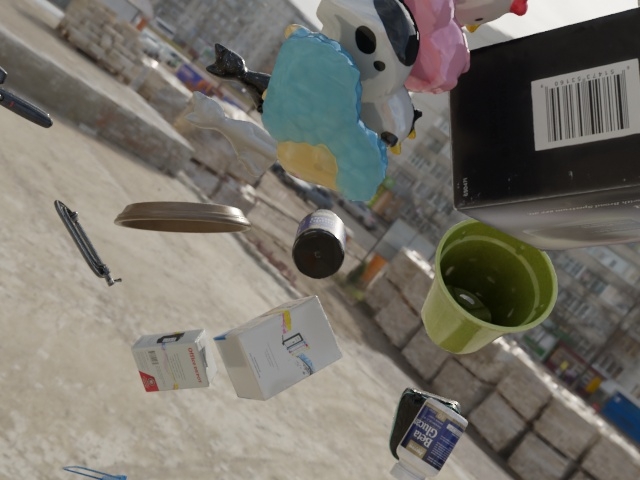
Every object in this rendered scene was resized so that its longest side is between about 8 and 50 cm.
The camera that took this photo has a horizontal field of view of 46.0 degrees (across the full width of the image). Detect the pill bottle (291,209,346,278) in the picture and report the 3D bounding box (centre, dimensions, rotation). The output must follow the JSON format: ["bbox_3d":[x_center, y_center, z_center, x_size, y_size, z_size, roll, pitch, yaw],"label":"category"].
[{"bbox_3d":[0.000,0.000,1.798,0.122,0.123,0.219,38,16,-9],"label":"pill bottle"}]

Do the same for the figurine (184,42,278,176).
[{"bbox_3d":[-0.162,-0.269,1.535,0.209,0.215,0.092,34,-33,-26],"label":"figurine"}]

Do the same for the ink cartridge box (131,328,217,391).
[{"bbox_3d":[-0.354,0.294,1.844,0.072,0.175,0.128,-62,142,-65],"label":"ink cartridge box"}]

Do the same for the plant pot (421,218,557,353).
[{"bbox_3d":[0.352,0.131,1.714,0.276,0.276,0.254,40,-32,11],"label":"plant pot"}]

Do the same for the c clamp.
[{"bbox_3d":[-0.373,0.007,1.194,0.161,0.022,0.137,61,-4,-6],"label":"c clamp"}]

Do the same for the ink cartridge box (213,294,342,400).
[{"bbox_3d":[-0.103,0.259,1.831,0.171,0.232,0.168,-18,-85,61],"label":"ink cartridge box"}]

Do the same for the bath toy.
[{"bbox_3d":[0.087,-0.181,0.689,0.129,0.348,0.151,34,-37,7],"label":"bath toy"}]

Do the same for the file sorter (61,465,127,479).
[{"bbox_3d":[-0.465,0.529,1.456,0.104,0.170,0.118,27,-30,-27],"label":"file sorter"}]

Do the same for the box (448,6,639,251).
[{"bbox_3d":[0.334,-0.103,0.820,0.296,0.183,0.294,-7,-12,33],"label":"box"}]

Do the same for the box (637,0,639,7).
[{"bbox_3d":[0.566,-0.372,1.082,0.119,0.181,0.182,-5,-5,-22],"label":"box"}]

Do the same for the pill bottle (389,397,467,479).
[{"bbox_3d":[0.209,0.405,1.488,0.094,0.169,0.094,32,-9,6],"label":"pill bottle"}]

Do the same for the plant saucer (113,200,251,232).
[{"bbox_3d":[-0.280,-0.046,1.544,0.277,0.041,0.278,1,-4,0],"label":"plant saucer"}]

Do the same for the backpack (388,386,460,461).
[{"bbox_3d":[0.263,0.485,1.934,0.165,0.189,0.144,16,-3,10],"label":"backpack"}]

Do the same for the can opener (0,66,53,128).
[{"bbox_3d":[-0.579,-0.264,1.400,0.186,0.073,0.059,38,12,-38],"label":"can opener"}]
